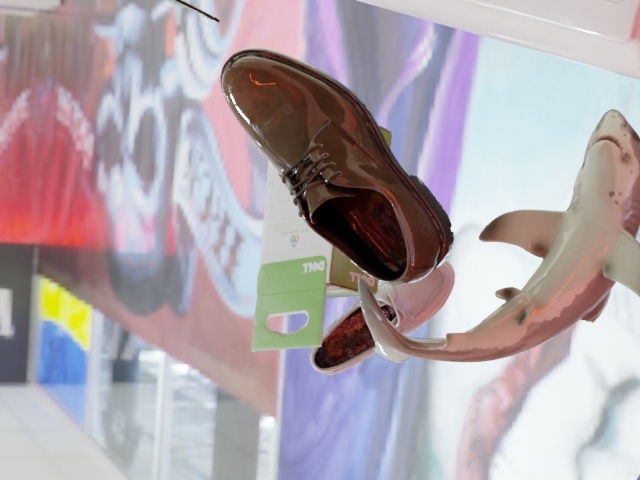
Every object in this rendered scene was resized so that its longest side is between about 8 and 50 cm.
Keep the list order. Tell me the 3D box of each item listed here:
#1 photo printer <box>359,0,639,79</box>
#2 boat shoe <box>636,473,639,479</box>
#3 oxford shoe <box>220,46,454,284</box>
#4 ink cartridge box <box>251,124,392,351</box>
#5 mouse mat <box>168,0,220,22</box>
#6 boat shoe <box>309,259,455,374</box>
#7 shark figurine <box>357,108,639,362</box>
[{"bbox_3d":[0.127,-0.263,0.846,0.307,0.256,0.107,22,-174,34],"label":"photo printer"},{"bbox_3d":[0.265,0.229,0.908,0.109,0.258,0.089,4,164,26],"label":"boat shoe"},{"bbox_3d":[0.004,-0.059,0.954,0.227,0.083,0.096,44,-154,6],"label":"oxford shoe"},{"bbox_3d":[0.000,0.000,1.164,0.062,0.209,0.109,14,166,-38],"label":"ink cartridge box"},{"bbox_3d":[-0.166,-0.227,1.087,0.152,0.007,0.189,25,-175,-19],"label":"mouse mat"},{"bbox_3d":[0.081,0.103,1.660,0.227,0.079,0.081,-37,178,7],"label":"boat shoe"},{"bbox_3d":[0.168,0.048,0.988,0.116,0.278,0.166,35,-160,-53],"label":"shark figurine"}]
